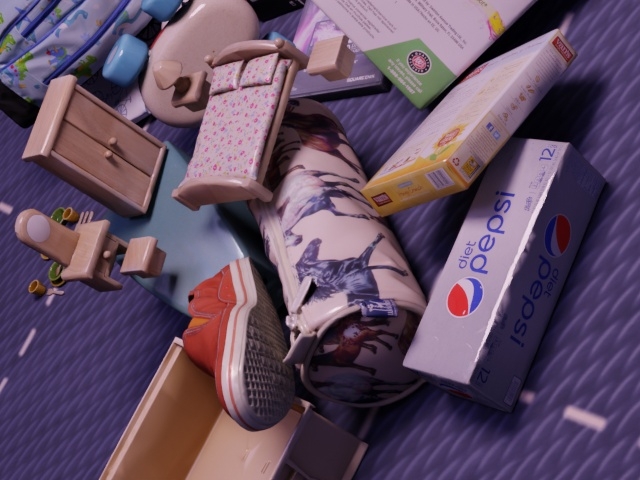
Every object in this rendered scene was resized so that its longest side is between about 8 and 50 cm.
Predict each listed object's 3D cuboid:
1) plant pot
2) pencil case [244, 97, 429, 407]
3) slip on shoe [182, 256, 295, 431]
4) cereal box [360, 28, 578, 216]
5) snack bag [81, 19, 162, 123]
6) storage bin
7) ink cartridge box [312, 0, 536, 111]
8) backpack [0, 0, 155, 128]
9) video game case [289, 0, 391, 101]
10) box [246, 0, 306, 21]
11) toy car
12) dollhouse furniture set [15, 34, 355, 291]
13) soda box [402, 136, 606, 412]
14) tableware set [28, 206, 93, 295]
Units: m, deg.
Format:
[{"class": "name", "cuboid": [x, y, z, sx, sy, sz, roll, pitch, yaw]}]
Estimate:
[{"class": "plant pot", "cuboid": [-0.149, 0.019, 1.685, 0.165, 0.165, 0.234, -51, 46, 4]}, {"class": "pencil case", "cuboid": [0.000, 0.000, 1.534, 0.160, 0.184, 0.410, -48, 40, 24]}, {"class": "slip on shoe", "cuboid": [-0.098, 0.119, 1.421, 0.101, 0.123, 0.331, -26, 22, 3]}, {"class": "cereal box", "cuboid": [0.169, -0.132, 1.465, 0.240, 0.047, 0.173, -47, 14, -27]}, {"class": "snack bag", "cuboid": [-0.305, -0.339, 2.080, 0.343, 0.037, 0.323, -27, 66, 29]}, {"class": "storage bin", "cuboid": [-0.119, 0.285, 1.506, 0.262, 0.123, 0.260, 19, 77, 47]}, {"class": "ink cartridge box", "cuboid": [0.152, -0.331, 1.581, 0.278, 0.201, 0.117, -44, 8, 12]}, {"class": "backpack", "cuboid": [-0.371, -0.387, 1.966, 0.356, 0.273, 0.290, -19, 47, 23]}, {"class": "video game case", "cuboid": [0.048, -0.322, 1.821, 0.196, 0.026, 0.274, -3, 63, 42]}, {"class": "box", "cuboid": [-0.093, -0.442, 1.931, 0.093, 0.156, 0.158, -13, 56, 38]}, {"class": "toy car", "cuboid": [-0.185, -0.285, 1.889, 0.210, 0.219, 0.238, -57, 21, 12]}, {"class": "dollhouse furniture set", "cuboid": [-0.172, -0.113, 1.515, 0.356, 0.174, 0.303, -7, 59, 42]}, {"class": "soda box", "cuboid": [0.201, 0.033, 1.396, 0.098, 0.091, 0.286, 11, 72, 47]}, {"class": "tableware set", "cuboid": [-0.419, 0.016, 2.035, 0.104, 0.024, 0.154, -1, 64, 43]}]
